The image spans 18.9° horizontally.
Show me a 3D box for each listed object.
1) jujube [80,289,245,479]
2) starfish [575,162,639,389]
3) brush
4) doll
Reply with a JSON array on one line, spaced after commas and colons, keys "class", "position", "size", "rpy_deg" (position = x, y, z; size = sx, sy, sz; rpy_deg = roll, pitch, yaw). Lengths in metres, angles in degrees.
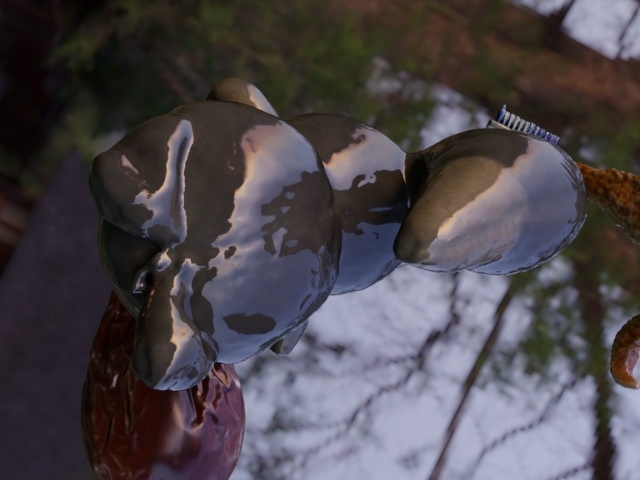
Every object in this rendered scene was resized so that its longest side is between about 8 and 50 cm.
[{"class": "jujube", "position": [-0.159, 0.151, 1.929], "size": [0.168, 0.168, 0.236], "rpy_deg": [142, -54, -75]}, {"class": "starfish", "position": [0.380, -0.014, 1.743], "size": [0.375, 0.327, 0.094], "rpy_deg": [-49, 174, 18]}, {"class": "brush", "position": [0.257, -0.090, 2.027], "size": [0.030, 0.179, 0.033], "rpy_deg": [-64, -174, -16]}, {"class": "doll", "position": [-0.008, -0.034, 1.607], "size": [0.379, 0.252, 0.382], "rpy_deg": [-21, -177, 33]}]
